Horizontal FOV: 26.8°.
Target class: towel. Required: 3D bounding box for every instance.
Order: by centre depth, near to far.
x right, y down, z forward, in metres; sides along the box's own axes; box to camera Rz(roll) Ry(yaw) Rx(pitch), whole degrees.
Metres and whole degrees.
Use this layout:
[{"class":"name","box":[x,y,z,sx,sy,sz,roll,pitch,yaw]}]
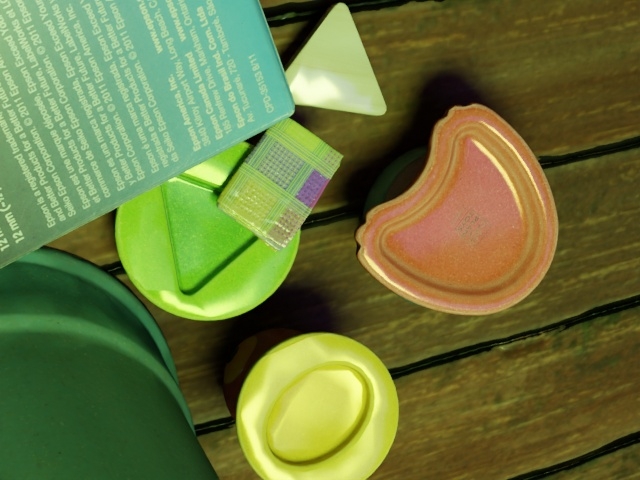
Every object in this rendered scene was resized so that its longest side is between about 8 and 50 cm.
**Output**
[{"class":"towel","box":[-0.029,-0.040,0.938,0.060,0.009,0.083,35,85,-13]}]

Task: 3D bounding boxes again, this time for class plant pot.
[{"class":"plant pot","box":[-0.183,0.221,0.850,0.341,0.334,0.341,-14,121,-25]}]

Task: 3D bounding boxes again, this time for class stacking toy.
[{"class":"stacking toy","box":[0.000,0.000,1.020,0.309,0.130,0.279,-44,102,-7]}]

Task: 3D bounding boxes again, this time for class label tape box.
[{"class":"label tape box","box":[-0.216,-0.117,0.797,0.347,0.115,0.249,-28,125,-12]}]
